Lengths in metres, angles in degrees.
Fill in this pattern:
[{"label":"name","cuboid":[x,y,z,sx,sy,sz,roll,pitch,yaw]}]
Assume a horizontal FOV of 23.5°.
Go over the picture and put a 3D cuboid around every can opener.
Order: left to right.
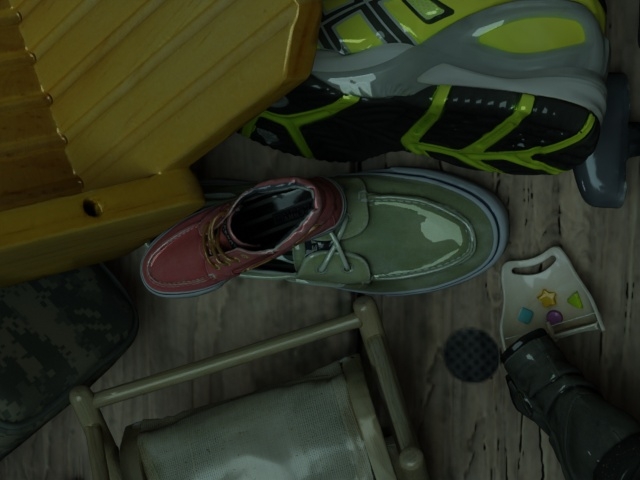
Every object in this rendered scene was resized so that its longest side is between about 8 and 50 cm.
[{"label":"can opener","cuboid":[0.239,-0.160,1.147,0.095,0.076,0.283,0,104,2]}]

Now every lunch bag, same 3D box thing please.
[{"label":"lunch bag","cuboid":[-0.345,0.061,1.298,0.305,0.212,0.256,48,130,0]}]

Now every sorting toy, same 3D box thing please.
[{"label":"sorting toy","cuboid":[0.182,0.046,1.243,0.083,0.045,0.075,-18,92,19]}]

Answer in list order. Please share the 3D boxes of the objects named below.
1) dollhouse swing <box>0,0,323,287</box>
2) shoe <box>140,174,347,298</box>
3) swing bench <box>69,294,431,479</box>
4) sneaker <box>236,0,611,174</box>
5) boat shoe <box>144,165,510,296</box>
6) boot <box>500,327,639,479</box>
[{"label":"dollhouse swing","cuboid":[-0.226,-0.174,1.099,0.305,0.315,0.347,-38,71,58]},{"label":"shoe","cuboid":[-0.069,-0.005,1.173,0.178,0.081,0.063,-22,83,14]},{"label":"swing bench","cuboid":[-0.036,0.212,1.233,0.253,0.165,0.255,-17,138,1]},{"label":"sneaker","cuboid":[0.042,-0.149,1.196,0.384,0.145,0.147,11,69,21]},{"label":"boat shoe","cuboid":[0.000,0.000,1.248,0.302,0.094,0.109,-1,104,15]},{"label":"boot","cuboid":[0.219,0.178,1.236,0.083,0.246,0.161,-31,51,-11]}]
